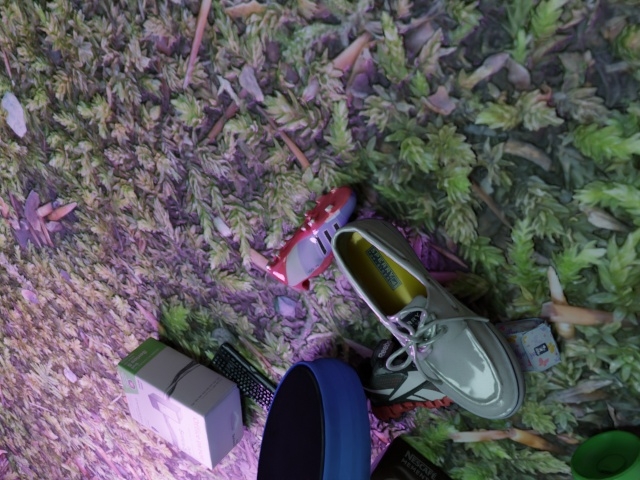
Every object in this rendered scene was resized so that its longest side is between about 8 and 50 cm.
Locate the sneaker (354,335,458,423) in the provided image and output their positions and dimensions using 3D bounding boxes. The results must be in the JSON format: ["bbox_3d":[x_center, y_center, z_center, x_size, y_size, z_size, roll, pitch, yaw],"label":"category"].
[{"bbox_3d":[0.161,0.215,1.019,0.276,0.097,0.135,-31,99,44],"label":"sneaker"}]

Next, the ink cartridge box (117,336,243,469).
[{"bbox_3d":[-0.324,0.376,1.430,0.273,0.115,0.198,21,131,27],"label":"ink cartridge box"}]

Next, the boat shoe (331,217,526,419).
[{"bbox_3d":[0.142,0.112,0.880,0.136,0.156,0.367,-43,74,23],"label":"boat shoe"}]

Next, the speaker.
[{"bbox_3d":[0.489,0.431,0.902,0.131,0.131,0.296,-26,100,42],"label":"speaker"}]

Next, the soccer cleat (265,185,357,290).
[{"bbox_3d":[0.000,0.000,1.027,0.095,0.083,0.248,32,132,-15],"label":"soccer cleat"}]

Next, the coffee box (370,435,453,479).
[{"bbox_3d":[0.122,0.500,1.116,0.141,0.246,0.098,37,130,11],"label":"coffee box"}]

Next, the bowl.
[{"bbox_3d":[-0.028,0.401,1.090,0.077,0.391,0.391,13,134,-19],"label":"bowl"}]

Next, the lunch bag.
[{"bbox_3d":[0.307,0.157,0.914,0.083,0.053,0.071,-15,108,32],"label":"lunch bag"}]

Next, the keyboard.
[{"bbox_3d":[-0.168,0.315,1.361,0.180,0.023,0.108,41,132,9],"label":"keyboard"}]
